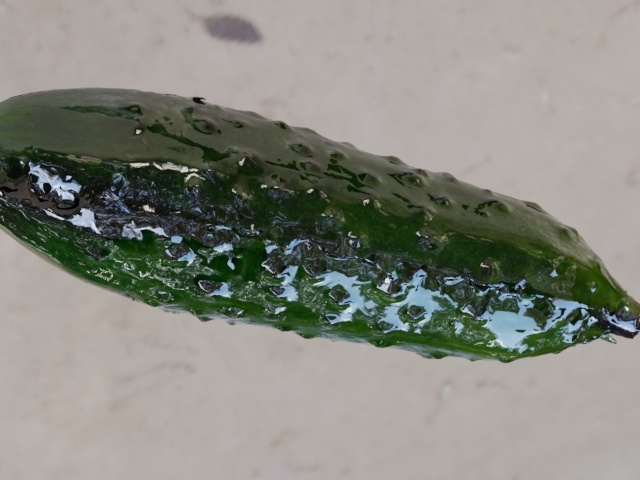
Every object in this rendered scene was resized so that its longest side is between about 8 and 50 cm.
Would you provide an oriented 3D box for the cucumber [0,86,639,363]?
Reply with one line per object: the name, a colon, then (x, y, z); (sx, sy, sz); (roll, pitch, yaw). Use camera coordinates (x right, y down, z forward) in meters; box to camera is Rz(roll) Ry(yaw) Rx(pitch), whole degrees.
cucumber: (0.000, 0.000, 0.568); (0.227, 0.069, 0.069); (13, 138, -14)
